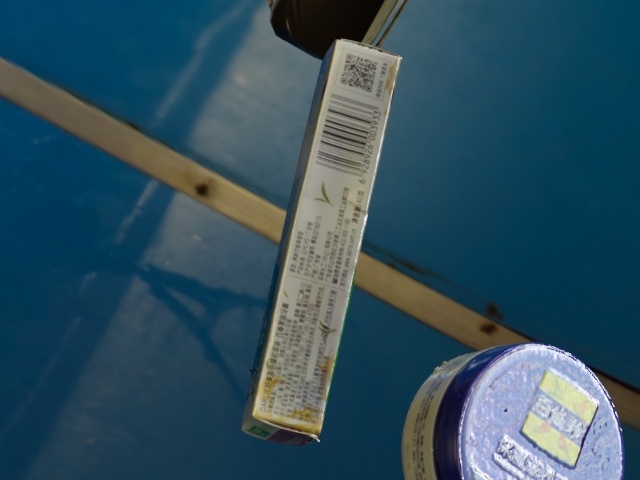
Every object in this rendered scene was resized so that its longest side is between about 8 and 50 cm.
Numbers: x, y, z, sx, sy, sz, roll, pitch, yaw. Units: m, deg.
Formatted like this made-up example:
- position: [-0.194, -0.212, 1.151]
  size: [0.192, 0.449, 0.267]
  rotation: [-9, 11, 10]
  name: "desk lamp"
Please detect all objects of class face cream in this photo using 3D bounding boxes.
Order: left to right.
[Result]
- position: [0.181, 0.204, 1.261]
  size: [0.111, 0.206, 0.206]
  rotation: [-16, -118, 57]
  name: "face cream"

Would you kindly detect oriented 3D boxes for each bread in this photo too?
- position: [0.034, -0.275, 1.175]
  size: [0.224, 0.142, 0.212]
  rotation: [-59, -172, 36]
  name: "bread"

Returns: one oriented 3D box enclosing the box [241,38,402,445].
- position: [0.000, 0.000, 0.669]
  size: [0.041, 0.050, 0.207]
  rotation: [14, -106, -8]
  name: "box"
